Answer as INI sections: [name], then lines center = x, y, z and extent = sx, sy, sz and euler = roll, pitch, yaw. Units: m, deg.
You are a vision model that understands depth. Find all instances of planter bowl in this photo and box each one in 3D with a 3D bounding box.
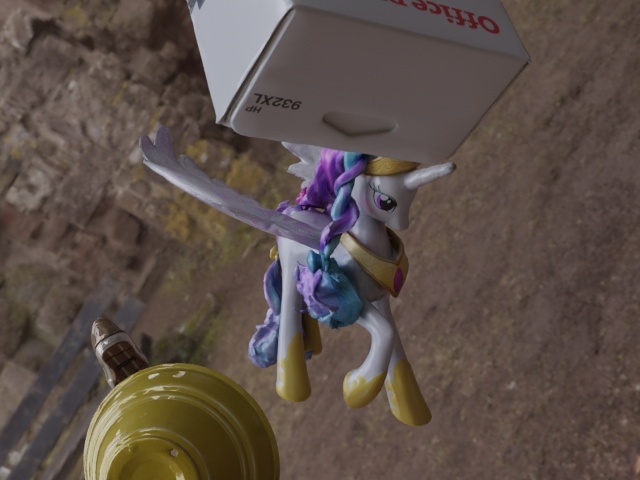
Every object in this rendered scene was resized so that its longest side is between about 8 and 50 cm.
[planter bowl]
center = -0.156, 0.238, 0.935
extent = 0.217, 0.217, 0.090
euler = -57, -8, 6

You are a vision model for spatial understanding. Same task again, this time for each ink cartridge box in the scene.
[ink cartridge box]
center = 0.008, -0.231, 0.773
extent = 0.129, 0.223, 0.307
euler = -52, 44, 42

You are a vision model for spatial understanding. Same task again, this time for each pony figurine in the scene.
[pony figurine]
center = 0.000, 0.000, 1.041
extent = 0.351, 0.303, 0.363
euler = 27, 126, 41

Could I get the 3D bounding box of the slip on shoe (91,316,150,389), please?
[slip on shoe]
center = -0.230, 0.131, 1.043
extent = 0.051, 0.041, 0.135
euler = -34, -26, -13
